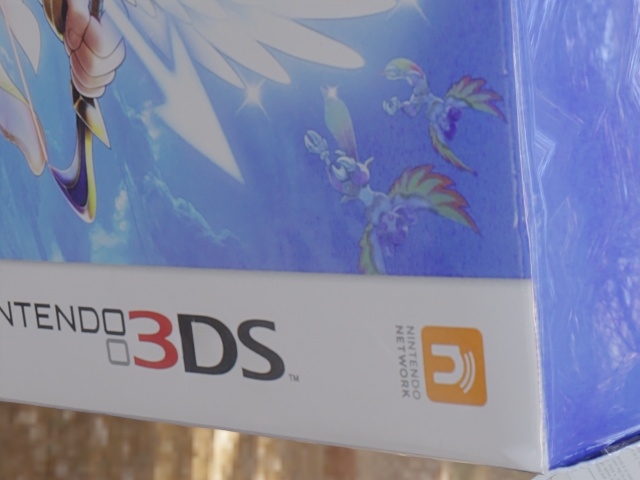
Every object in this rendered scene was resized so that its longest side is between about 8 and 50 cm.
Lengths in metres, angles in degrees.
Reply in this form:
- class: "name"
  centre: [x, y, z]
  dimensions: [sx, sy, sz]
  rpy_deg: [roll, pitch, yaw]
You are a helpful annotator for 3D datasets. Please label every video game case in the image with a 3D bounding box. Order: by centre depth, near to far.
- class: "video game case"
  centre: [-0.039, -0.092, 0.409]
  dimensions: [0.061, 0.244, 0.269]
  rpy_deg: [-13, 100, -46]

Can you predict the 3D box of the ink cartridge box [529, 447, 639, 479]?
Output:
- class: "ink cartridge box"
  centre: [0.238, 0.189, 1.085]
  dimensions: [0.066, 0.232, 0.189]
  rpy_deg: [29, 27, -53]
